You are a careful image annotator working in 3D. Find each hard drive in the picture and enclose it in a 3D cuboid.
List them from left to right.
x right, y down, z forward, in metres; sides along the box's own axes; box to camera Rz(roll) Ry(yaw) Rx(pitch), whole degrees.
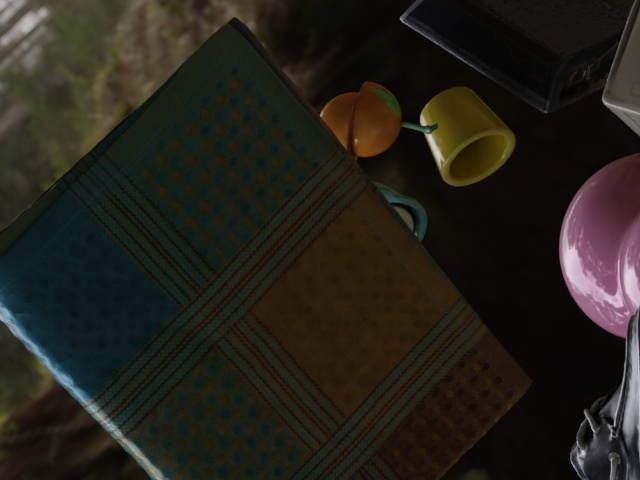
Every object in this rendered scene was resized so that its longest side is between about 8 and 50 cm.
[{"bbox_3d":[0.197,-0.203,1.656,0.172,0.054,0.254,35,-146,16],"label":"hard drive"}]

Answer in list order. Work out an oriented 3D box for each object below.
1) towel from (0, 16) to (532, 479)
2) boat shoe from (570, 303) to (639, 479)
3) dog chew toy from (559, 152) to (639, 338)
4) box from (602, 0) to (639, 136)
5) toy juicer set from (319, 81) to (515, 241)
[{"bbox_3d":[-0.045,0.063,1.383,0.370,0.271,0.040,49,170,-16],"label":"towel"},{"bbox_3d":[0.264,0.177,1.608,0.108,0.102,0.301,-55,-35,-53],"label":"boat shoe"},{"bbox_3d":[0.383,0.025,1.920,0.206,0.206,0.332,44,176,-23],"label":"dog chew toy"},{"bbox_3d":[0.297,-0.099,1.205,0.148,0.127,0.232,18,177,27],"label":"box"},{"bbox_3d":[0.000,0.000,1.564,0.209,0.329,0.089,7,-135,-46],"label":"toy juicer set"}]
